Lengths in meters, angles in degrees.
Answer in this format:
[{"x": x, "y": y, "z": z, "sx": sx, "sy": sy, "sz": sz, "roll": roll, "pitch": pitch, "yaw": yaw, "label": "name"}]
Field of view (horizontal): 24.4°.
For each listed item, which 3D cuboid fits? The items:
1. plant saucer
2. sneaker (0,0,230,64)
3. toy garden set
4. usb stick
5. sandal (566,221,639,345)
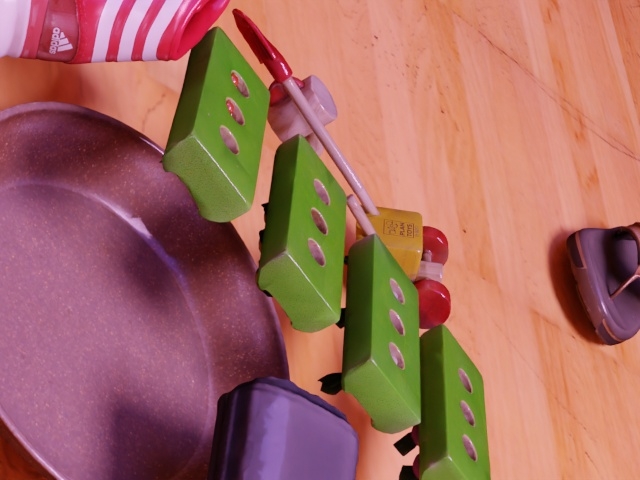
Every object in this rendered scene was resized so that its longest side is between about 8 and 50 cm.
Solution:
[{"x": -0.092, "y": 0.035, "z": 0.639, "sx": 0.198, "sy": 0.036, "sz": 0.198, "roll": 34, "pitch": 40, "yaw": -36, "label": "plant saucer"}, {"x": -0.099, "y": -0.159, "z": 0.692, "sx": 0.128, "sy": 0.087, "sz": 0.221, "roll": 7, "pitch": 55, "yaw": -18, "label": "sneaker"}, {"x": 0.000, "y": 0.000, "z": 0.742, "sx": 0.244, "sy": 0.049, "sz": 0.204, "roll": 52, "pitch": 21, "yaw": -25, "label": "toy garden set"}, {"x": -0.025, "y": 0.185, "z": 0.562, "sx": 0.077, "sy": 0.045, "sz": 0.278, "roll": 41, "pitch": 45, "yaw": -43, "label": "usb stick"}, {"x": 0.246, "y": 0.025, "z": 1.105, "sx": 0.219, "sy": 0.060, "sz": 0.090, "roll": 0, "pitch": 65, "yaw": -55, "label": "sandal"}]
